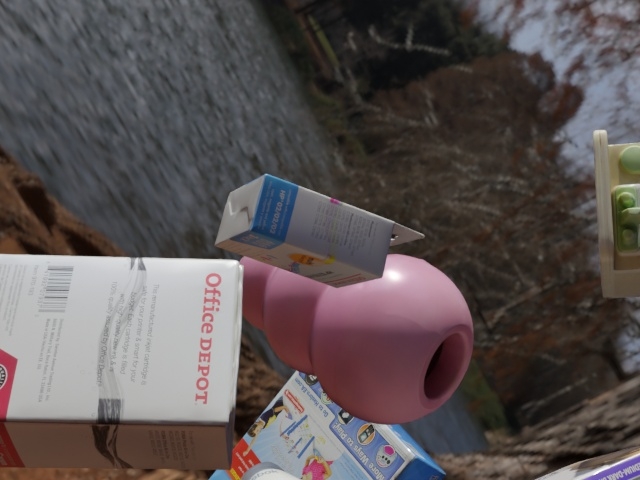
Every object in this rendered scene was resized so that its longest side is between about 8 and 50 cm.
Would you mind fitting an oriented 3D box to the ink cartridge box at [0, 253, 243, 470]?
[{"bbox_3d":[-0.119,0.068,0.567,0.063,0.150,0.109,94,-3,-52],"label":"ink cartridge box"}]

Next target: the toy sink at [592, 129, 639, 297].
[{"bbox_3d":[0.391,-0.029,1.182,0.234,0.131,0.153,42,46,-68],"label":"toy sink"}]

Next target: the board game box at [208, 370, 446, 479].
[{"bbox_3d":[-0.006,0.375,1.567,0.086,0.302,0.308,36,4,-40],"label":"board game box"}]

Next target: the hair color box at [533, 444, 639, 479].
[{"bbox_3d":[0.310,0.321,1.187,0.339,0.185,0.110,122,-51,-70],"label":"hair color box"}]

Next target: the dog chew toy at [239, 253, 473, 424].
[{"bbox_3d":[0.023,0.092,1.266,0.332,0.206,0.206,24,-22,35],"label":"dog chew toy"}]

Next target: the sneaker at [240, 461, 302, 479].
[{"bbox_3d":[0.022,0.318,0.940,0.297,0.111,0.129,61,-6,-21],"label":"sneaker"}]

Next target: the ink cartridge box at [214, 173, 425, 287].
[{"bbox_3d":[0.000,0.000,1.008,0.181,0.062,0.104,19,-15,-21],"label":"ink cartridge box"}]
